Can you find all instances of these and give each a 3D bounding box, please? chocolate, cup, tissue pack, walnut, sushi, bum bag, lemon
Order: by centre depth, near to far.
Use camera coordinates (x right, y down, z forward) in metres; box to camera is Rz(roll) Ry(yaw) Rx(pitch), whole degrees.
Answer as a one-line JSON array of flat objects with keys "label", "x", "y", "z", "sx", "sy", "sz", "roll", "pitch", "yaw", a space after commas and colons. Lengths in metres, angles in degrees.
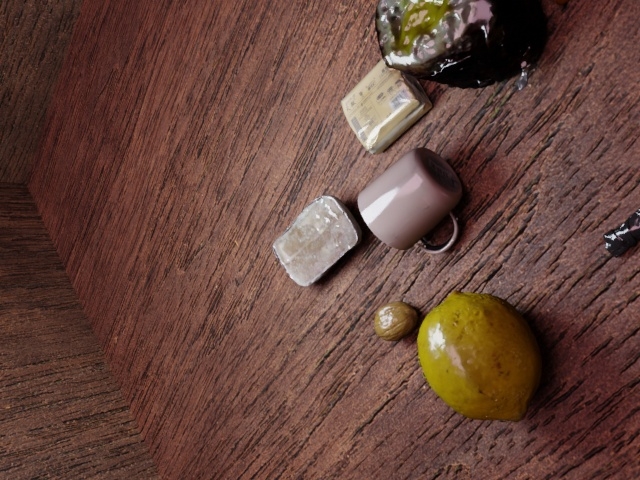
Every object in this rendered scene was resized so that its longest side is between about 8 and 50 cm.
[{"label": "bum bag", "x": 0.627, "y": -0.018, "z": 1.311, "sx": 0.058, "sy": 0.034, "sz": 0.124, "roll": 53, "pitch": 126, "yaw": 15}, {"label": "lemon", "x": 0.351, "y": 0.259, "z": 1.437, "sx": 0.258, "sy": 0.257, "sz": 0.310, "roll": -45, "pitch": 64, "yaw": 36}, {"label": "sushi", "x": 0.317, "y": -0.487, "z": 1.445, "sx": 0.299, "sy": 0.294, "sz": 0.282, "roll": 4, "pitch": 90, "yaw": 44}, {"label": "cup", "x": 0.249, "y": -0.086, "z": 1.610, "sx": 0.253, "sy": 0.191, "sz": 0.200, "roll": 47, "pitch": 124, "yaw": -1}, {"label": "walnut", "x": 0.198, "y": 0.211, "z": 1.707, "sx": 0.124, "sy": 0.105, "sz": 0.105, "roll": -27, "pitch": 71, "yaw": 31}, {"label": "tissue pack", "x": 0.170, "y": -0.364, "z": 1.739, "sx": 0.222, "sy": 0.090, "sz": 0.186, "roll": -43, "pitch": 63, "yaw": 38}, {"label": "chocolate", "x": 0.000, "y": 0.000, "z": 1.906, "sx": 0.303, "sy": 0.100, "sz": 0.185, "roll": -44, "pitch": 71, "yaw": 39}]

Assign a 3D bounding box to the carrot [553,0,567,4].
[{"label": "carrot", "x": 0.479, "y": -0.600, "z": 1.450, "sx": 0.210, "sy": 0.061, "sz": 0.061, "roll": 55, "pitch": 126, "yaw": 35}]
